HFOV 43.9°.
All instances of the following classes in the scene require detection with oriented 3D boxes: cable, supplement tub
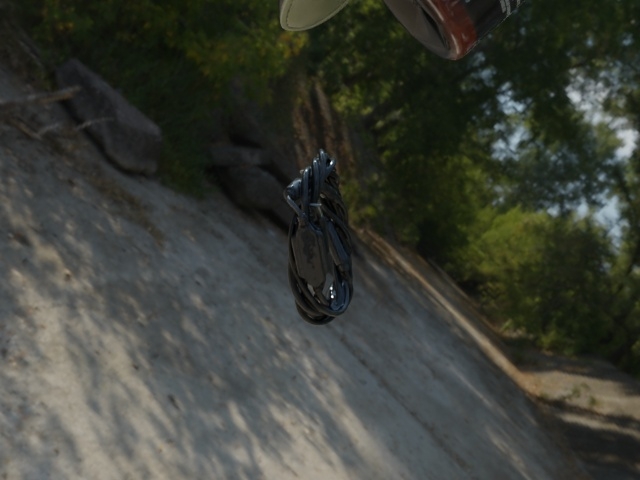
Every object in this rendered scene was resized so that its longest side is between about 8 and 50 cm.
[{"bbox_3d":[0.000,0.000,0.836,0.151,0.047,0.185,-75,156,-53],"label":"cable"},{"bbox_3d":[0.134,-0.229,0.563,0.106,0.198,0.106,48,1,-1],"label":"supplement tub"}]

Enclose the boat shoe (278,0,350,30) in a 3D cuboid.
[{"bbox_3d":[0.015,-0.303,0.791,0.081,0.228,0.069,-10,68,-35],"label":"boat shoe"}]
